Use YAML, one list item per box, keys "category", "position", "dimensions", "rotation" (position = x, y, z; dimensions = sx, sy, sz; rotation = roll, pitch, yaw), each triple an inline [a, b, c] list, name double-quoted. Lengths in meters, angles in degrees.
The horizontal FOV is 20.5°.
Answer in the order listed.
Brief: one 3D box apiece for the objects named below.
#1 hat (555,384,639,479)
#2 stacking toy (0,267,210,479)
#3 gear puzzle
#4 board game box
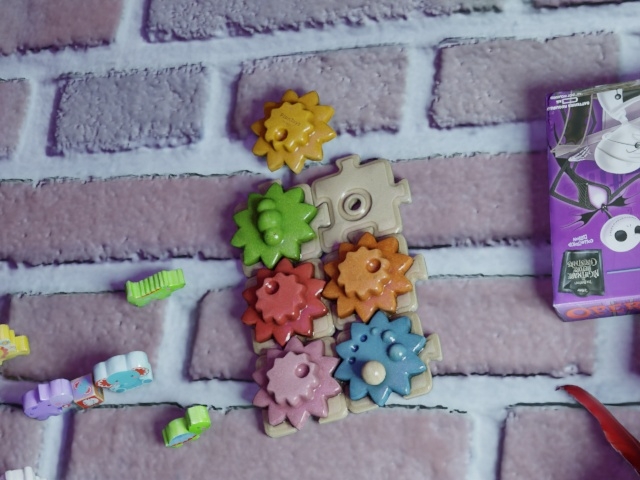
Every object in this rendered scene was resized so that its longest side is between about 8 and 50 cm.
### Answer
- category: "hat"
  position: [0.316, 0.189, 1.403]
  dimensions: [0.173, 0.183, 0.208]
  rotation: [-34, 102, 17]
- category: "stacking toy"
  position: [-0.214, 0.131, 1.628]
  dimensions: [0.221, 0.052, 0.167]
  rotation: [-21, 61, 11]
- category: "gear puzzle"
  position: [0.000, 0.000, 1.606]
  dimensions: [0.175, 0.044, 0.339]
  rotation: [-17, 62, 14]
- category: "board game box"
  position: [0.364, -0.051, 1.484]
  dimensions: [0.346, 0.056, 0.208]
  rotation: [-8, 68, 18]
